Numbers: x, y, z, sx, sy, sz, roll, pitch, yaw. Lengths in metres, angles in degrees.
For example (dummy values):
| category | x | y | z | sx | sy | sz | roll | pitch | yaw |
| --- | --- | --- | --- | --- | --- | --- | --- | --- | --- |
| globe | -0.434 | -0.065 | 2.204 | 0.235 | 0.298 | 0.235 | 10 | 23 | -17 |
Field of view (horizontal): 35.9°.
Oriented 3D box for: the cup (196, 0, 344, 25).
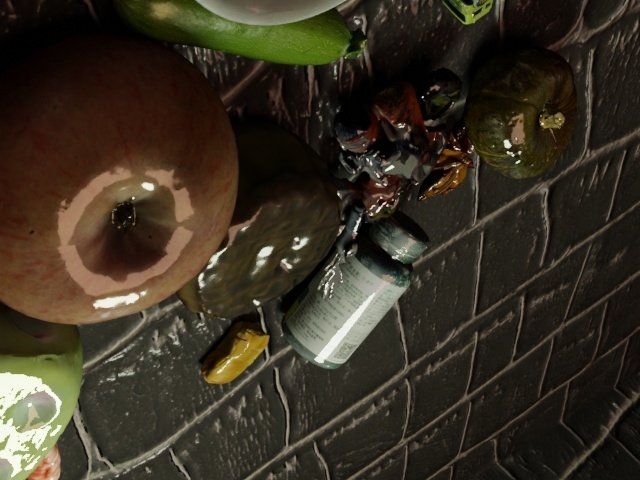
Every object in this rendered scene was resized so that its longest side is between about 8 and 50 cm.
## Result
| category | x | y | z | sx | sy | sz | roll | pitch | yaw |
| --- | --- | --- | --- | --- | --- | --- | --- | --- | --- |
| cup | -0.044 | -0.408 | 0.996 | 0.347 | 0.163 | 0.347 | -28 | 147 | -20 |

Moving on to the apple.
| category | x | y | z | sx | sy | sz | roll | pitch | yaw |
| --- | --- | --- | --- | --- | --- | --- | --- | --- | --- |
| apple | -0.247 | -0.061 | 1.116 | 0.345 | 0.269 | 0.345 | -26 | 145 | -20 |

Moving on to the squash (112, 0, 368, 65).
| category | x | y | z | sx | sy | sz | roll | pitch | yaw |
| --- | --- | --- | --- | --- | --- | --- | --- | --- | --- |
| squash | -0.085 | -0.268 | 1.188 | 0.378 | 0.101 | 0.101 | 2 | 130 | -42 |

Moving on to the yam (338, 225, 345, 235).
| category | x | y | z | sx | sy | sz | roll | pitch | yaw |
| --- | --- | --- | --- | --- | --- | --- | --- | --- | --- |
| yam | 0.000 | 0.000 | 1.672 | 0.145 | 0.032 | 0.032 | -40 | 148 | 2 |

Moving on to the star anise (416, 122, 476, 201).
| category | x | y | z | sx | sy | sz | roll | pitch | yaw |
| --- | --- | --- | --- | --- | --- | --- | --- | --- | --- |
| star anise | 0.212 | -0.135 | 1.704 | 0.157 | 0.053 | 0.212 | -28 | 148 | -19 |

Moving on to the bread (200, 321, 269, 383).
| category | x | y | z | sx | sy | sz | roll | pitch | yaw |
| --- | --- | --- | --- | --- | --- | --- | --- | --- | --- |
| bread | -0.151 | 0.200 | 1.743 | 0.132 | 0.053 | 0.074 | -46 | 148 | 14 |

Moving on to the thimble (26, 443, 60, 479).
| category | x | y | z | sx | sy | sz | roll | pitch | yaw |
| --- | --- | --- | --- | --- | --- | --- | --- | --- | --- |
| thimble | -0.502 | 0.302 | 1.411 | 0.239 | 0.162 | 0.239 | -24 | 146 | -18 |

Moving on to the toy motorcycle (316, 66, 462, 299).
| category | x | y | z | sx | sy | sz | roll | pitch | yaw |
| --- | --- | --- | --- | --- | --- | --- | --- | --- | --- |
| toy motorcycle | 0.069 | -0.093 | 1.534 | 0.207 | 0.134 | 0.401 | -4 | 132 | -43 |

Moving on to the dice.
| category | x | y | z | sx | sy | sz | roll | pitch | yaw |
| --- | --- | --- | --- | --- | --- | --- | --- | --- | --- |
| dice | -0.454 | 0.151 | 1.172 | 0.250 | 0.252 | 0.254 | 19 | 112 | -50 |

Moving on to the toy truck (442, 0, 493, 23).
| category | x | y | z | sx | sy | sz | roll | pitch | yaw |
| --- | --- | --- | --- | --- | --- | --- | --- | --- | --- |
| toy truck | 0.252 | -0.380 | 1.423 | 0.169 | 0.077 | 0.100 | -37 | 162 | -10 |

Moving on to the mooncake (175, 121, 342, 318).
| category | x | y | z | sx | sy | sz | roll | pitch | yaw |
| --- | --- | --- | --- | --- | --- | --- | --- | --- | --- |
| mooncake | -0.105 | -0.022 | 1.414 | 0.290 | 0.161 | 0.290 | -28 | 148 | -19 |

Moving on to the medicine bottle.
| category | x | y | z | sx | sy | sz | roll | pitch | yaw |
| --- | --- | --- | --- | --- | --- | --- | --- | --- | --- |
| medicine bottle | 0.065 | 0.080 | 1.734 | 0.141 | 0.141 | 0.293 | 12 | 122 | -52 |

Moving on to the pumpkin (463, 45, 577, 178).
| category | x | y | z | sx | sy | sz | roll | pitch | yaw |
| --- | --- | --- | --- | --- | --- | --- | --- | --- | --- |
| pumpkin | 0.337 | -0.214 | 1.606 | 0.219 | 0.162 | 0.219 | -15 | 113 | -38 |
